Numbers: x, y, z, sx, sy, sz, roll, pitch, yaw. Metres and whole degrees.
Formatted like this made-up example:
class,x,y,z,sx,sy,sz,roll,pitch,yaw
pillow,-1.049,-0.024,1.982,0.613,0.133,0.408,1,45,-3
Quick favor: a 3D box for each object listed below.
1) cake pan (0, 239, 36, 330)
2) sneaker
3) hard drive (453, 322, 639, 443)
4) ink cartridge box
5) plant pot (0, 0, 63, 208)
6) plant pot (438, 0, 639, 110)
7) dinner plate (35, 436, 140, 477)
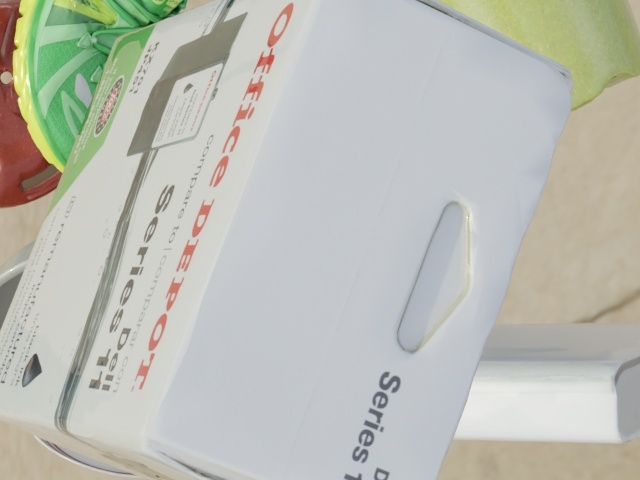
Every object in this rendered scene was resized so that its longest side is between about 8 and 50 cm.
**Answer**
class,x,y,z,sx,sy,sz,roll,pitch,yaw
cake pan,-0.201,0.092,1.900,0.293,0.293,0.054,5,43,-8
sneaker,-0.175,-0.193,1.620,0.123,0.109,0.295,10,95,20
hard drive,0.039,0.073,1.043,0.307,0.203,0.040,-2,93,26
ink cartridge box,-0.025,0.005,0.624,0.087,0.208,0.153,24,79,-21
plant pot,-0.340,-0.168,1.931,0.272,0.265,0.272,-8,113,-19
plant pot,0.166,-0.229,1.788,0.276,0.276,0.254,-28,93,-13
dinner plate,-0.163,0.157,1.544,0.141,0.141,0.017,14,108,-6
